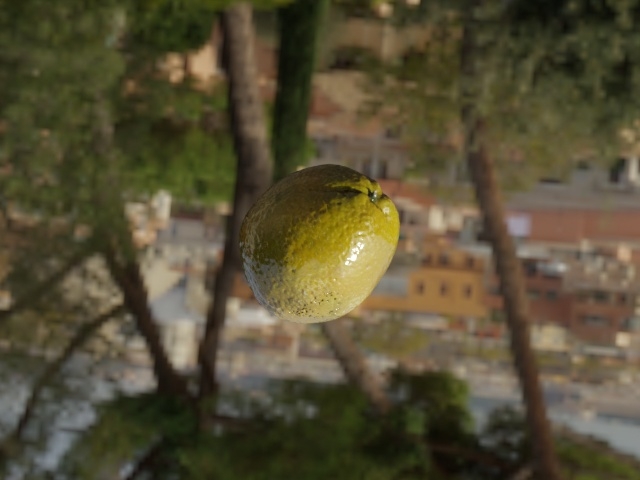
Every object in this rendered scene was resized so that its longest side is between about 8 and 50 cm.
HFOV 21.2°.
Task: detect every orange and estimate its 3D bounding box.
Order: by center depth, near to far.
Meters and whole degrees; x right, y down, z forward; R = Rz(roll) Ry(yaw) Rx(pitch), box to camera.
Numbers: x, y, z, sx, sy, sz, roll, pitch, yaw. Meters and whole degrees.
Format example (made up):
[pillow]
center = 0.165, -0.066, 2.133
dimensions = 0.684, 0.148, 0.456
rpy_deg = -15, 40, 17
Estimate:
[orange]
center = 0.000, 0.000, 0.944
dimensions = 0.085, 0.085, 0.095
rpy_deg = 9, 137, -40
